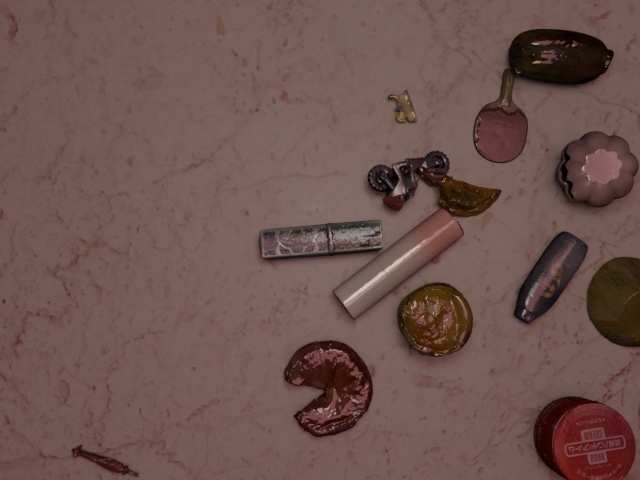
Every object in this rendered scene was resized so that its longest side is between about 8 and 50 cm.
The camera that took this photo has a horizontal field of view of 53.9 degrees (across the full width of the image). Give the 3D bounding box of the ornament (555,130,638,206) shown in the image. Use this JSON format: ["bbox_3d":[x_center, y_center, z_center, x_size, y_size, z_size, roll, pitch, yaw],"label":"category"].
[{"bbox_3d":[0.643,-0.164,1.475,0.177,0.177,0.178,0,84,-1],"label":"ornament"}]

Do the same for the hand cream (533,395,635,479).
[{"bbox_3d":[0.590,0.452,1.420,0.193,0.125,0.193,0,85,0],"label":"hand cream"}]

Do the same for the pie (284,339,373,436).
[{"bbox_3d":[0.018,0.339,1.460,0.204,0.054,0.219,-28,85,-3],"label":"pie"}]

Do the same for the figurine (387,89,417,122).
[{"bbox_3d":[0.201,-0.322,1.538,0.050,0.047,0.083,-20,92,12],"label":"figurine"}]

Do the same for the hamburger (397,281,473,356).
[{"bbox_3d":[0.258,0.185,1.457,0.177,0.113,0.186,34,93,-3],"label":"hamburger"}]

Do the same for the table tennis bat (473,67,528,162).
[{"bbox_3d":[0.448,-0.307,1.548,0.131,0.022,0.235,9,86,1],"label":"table tennis bat"}]

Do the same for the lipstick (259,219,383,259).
[{"bbox_3d":[0.000,0.000,1.484,0.289,0.076,0.078,-5,86,1],"label":"lipstick"}]

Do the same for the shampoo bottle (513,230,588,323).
[{"bbox_3d":[0.540,0.091,1.493,0.087,0.049,0.234,36,85,5],"label":"shampoo bottle"}]

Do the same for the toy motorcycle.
[{"bbox_3d":[0.218,-0.140,1.500,0.212,0.084,0.118,-16,83,-15],"label":"toy motorcycle"}]

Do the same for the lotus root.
[{"bbox_3d":[0.570,-0.441,1.512,0.240,0.123,0.124,7,111,-3],"label":"lotus root"}]

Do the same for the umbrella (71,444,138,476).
[{"bbox_3d":[-0.498,0.512,1.453,0.165,0.025,0.027,19,106,3],"label":"umbrella"}]

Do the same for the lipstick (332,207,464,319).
[{"bbox_3d":[0.181,0.053,1.474,0.326,0.087,0.087,-37,86,-4],"label":"lipstick"}]

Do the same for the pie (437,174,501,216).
[{"bbox_3d":[0.344,-0.102,1.503,0.169,0.034,0.092,16,108,-19],"label":"pie"}]

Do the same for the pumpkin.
[{"bbox_3d":[0.748,0.148,1.466,0.217,0.110,0.218,0,89,-4],"label":"pumpkin"}]
